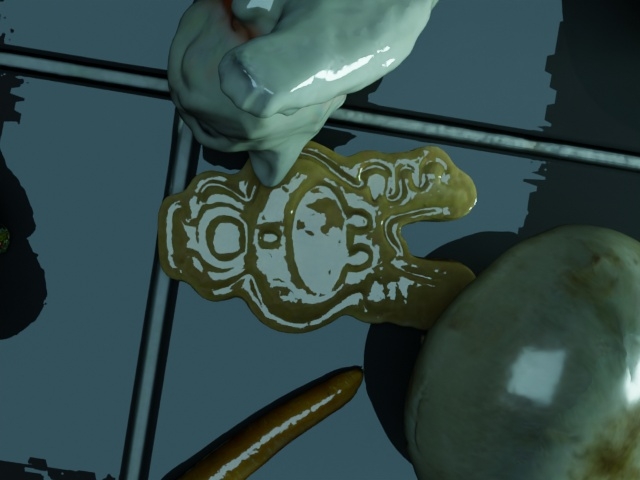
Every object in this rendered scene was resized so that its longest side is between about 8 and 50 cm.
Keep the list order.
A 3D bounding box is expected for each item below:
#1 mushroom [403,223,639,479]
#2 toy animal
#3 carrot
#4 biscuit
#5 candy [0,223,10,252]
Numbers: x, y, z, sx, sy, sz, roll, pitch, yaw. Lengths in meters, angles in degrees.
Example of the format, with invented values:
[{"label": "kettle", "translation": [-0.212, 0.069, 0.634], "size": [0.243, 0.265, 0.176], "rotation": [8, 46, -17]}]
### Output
[{"label": "mushroom", "translation": [0.145, 0.094, 0.645], "size": [0.178, 0.226, 0.226], "rotation": [26, 88, 36]}, {"label": "toy animal", "translation": [-0.031, -0.205, 0.665], "size": [0.266, 0.188, 0.308], "rotation": [-31, 72, -21]}, {"label": "carrot", "translation": [-0.044, 0.150, 0.704], "size": [0.190, 0.037, 0.037], "rotation": [-37, 92, -4]}, {"label": "biscuit", "translation": [-0.001, -0.003, 0.710], "size": [0.236, 0.040, 0.144], "rotation": [0, 85, -5]}, {"label": "candy", "translation": [-0.259, -0.023, 0.704], "size": [0.025, 0.023, 0.083], "rotation": [-44, 82, 6]}]
